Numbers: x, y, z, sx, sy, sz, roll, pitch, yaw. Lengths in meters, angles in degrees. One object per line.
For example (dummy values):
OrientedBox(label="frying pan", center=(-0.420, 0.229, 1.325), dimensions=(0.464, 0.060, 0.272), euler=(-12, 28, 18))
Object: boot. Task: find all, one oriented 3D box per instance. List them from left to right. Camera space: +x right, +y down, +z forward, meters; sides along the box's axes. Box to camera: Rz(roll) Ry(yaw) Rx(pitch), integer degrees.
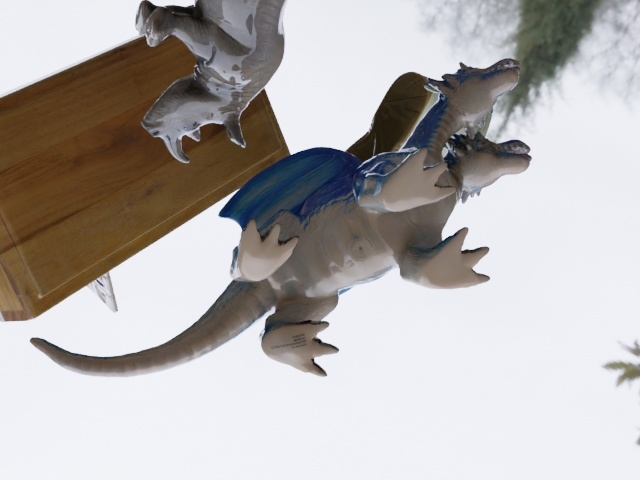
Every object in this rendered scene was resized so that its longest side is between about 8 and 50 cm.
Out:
OrientedBox(label="boot", center=(0.112, -0.102, 1.245), dimensions=(0.165, 0.213, 0.077), euler=(2, -141, -49))

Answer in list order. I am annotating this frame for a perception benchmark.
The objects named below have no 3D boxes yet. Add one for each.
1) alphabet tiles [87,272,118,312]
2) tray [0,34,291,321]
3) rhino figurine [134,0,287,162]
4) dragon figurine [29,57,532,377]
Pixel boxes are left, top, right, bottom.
OrientedBox(label="alphabet tiles", center=(-0.330, -0.038, 1.205), dimensions=(0.237, 0.198, 0.009), euler=(39, -118, 23))
OrientedBox(label="tray", center=(-0.211, -0.101, 1.092), dimensions=(0.076, 0.202, 0.411), euler=(-7, -158, 41))
OrientedBox(label="rhino figurine", center=(-0.073, -0.152, 0.720), dimensions=(0.106, 0.243, 0.073), euler=(2, -141, -21))
OrientedBox(label="dragon figurine", center=(0.000, 0.000, 0.541), dimensions=(0.289, 0.085, 0.144), euler=(-30, -166, 1))
